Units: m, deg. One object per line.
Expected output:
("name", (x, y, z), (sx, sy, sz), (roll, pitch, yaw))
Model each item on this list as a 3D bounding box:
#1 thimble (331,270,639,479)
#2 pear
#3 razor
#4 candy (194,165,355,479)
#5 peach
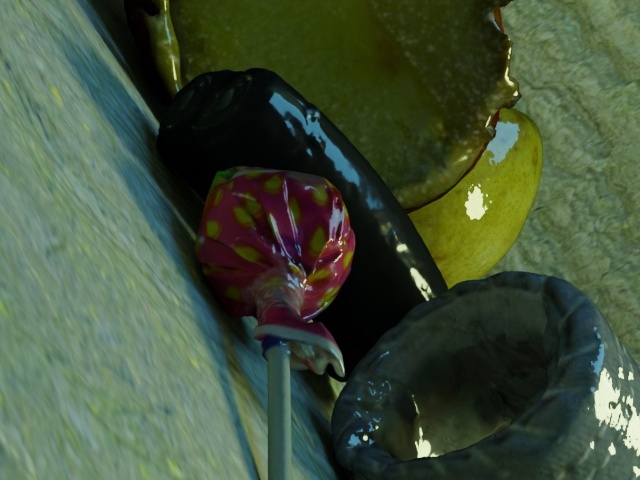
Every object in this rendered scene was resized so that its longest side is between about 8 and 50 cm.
("thimble", (0.141, 0.153, 1.433), (0.172, 0.236, 0.205), (54, 1, -35))
("pear", (0.128, -0.077, 2.301), (0.304, 0.304, 0.304), (56, 6, -9))
("razor", (0.004, -0.002, 1.549), (0.327, 0.107, 0.189), (53, -18, -22))
("candy", (-0.030, 0.064, 1.284), (0.124, 0.124, 0.365), (54, 15, -25))
("peach", (0.006, -0.204, 1.737), (0.353, 0.339, 0.416), (49, 15, -51))
